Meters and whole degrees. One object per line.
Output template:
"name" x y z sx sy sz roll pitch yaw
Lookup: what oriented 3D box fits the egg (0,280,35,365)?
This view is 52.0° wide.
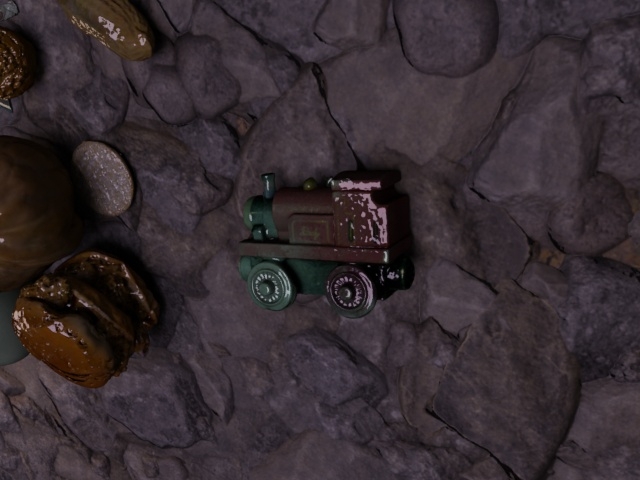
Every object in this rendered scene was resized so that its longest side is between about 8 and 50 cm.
"egg" -0.701 0.131 1.377 0.203 0.203 0.282 -19 104 30

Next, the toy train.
"toy train" 0.000 0.000 1.048 0.304 0.150 0.221 1 103 25

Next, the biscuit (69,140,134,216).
"biscuit" -0.412 -0.116 1.240 0.152 0.020 0.152 10 118 20

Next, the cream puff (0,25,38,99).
"cream puff" -0.577 -0.312 1.164 0.144 0.103 0.126 -26 110 20

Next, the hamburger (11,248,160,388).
"hamburger" -0.455 0.142 1.251 0.245 0.211 0.260 17 137 11

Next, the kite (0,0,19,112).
"kite" -0.677 -0.389 1.236 0.314 0.011 0.335 -16 107 29

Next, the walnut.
"walnut" -0.582 -0.046 1.203 0.285 0.285 0.296 24 113 12

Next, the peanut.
"peanut" -0.347 -0.360 1.058 0.194 0.083 0.093 44 123 -1
